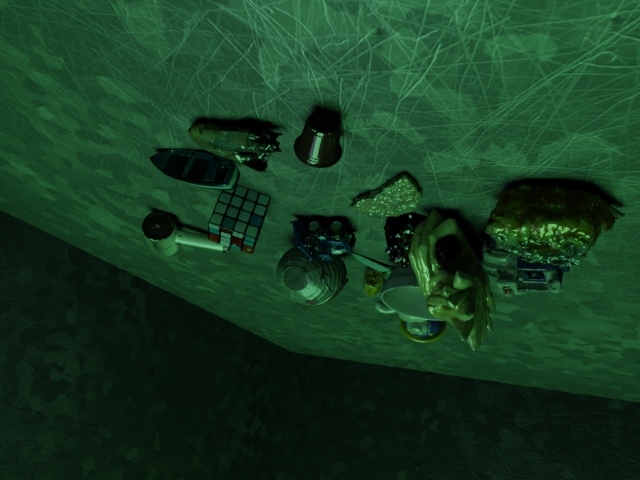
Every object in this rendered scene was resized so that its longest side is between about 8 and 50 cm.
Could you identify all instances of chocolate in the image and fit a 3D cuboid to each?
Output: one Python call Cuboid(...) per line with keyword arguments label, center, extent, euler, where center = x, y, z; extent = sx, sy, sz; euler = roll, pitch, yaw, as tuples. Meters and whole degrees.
Cuboid(label="chocolate", center=(0.204, 0.178, 1.882), extent=(0.085, 0.086, 0.219), euler=(13, 159, 8))
Cuboid(label="chocolate", center=(0.250, 0.012, 1.387), extent=(0.156, 0.133, 0.156), euler=(13, 160, 5))

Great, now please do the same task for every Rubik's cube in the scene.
Cuboid(label="Rubik's cube", center=(-0.260, -0.070, 1.517), extent=(0.154, 0.154, 0.151), euler=(18, 157, -5))

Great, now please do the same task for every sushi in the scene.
Cuboid(label="sushi", center=(0.519, -0.033, 1.078), extent=(0.273, 0.140, 0.184), euler=(10, 160, 33))

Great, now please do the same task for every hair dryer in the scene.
Cuboid(label="hair dryer", center=(-0.523, -0.002, 1.934), extent=(0.361, 0.128, 0.203), euler=(10, 158, -6))

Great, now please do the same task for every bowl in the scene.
Cuboid(label="bowl", center=(0.357, 0.154, 1.614), extent=(0.286, 0.144, 0.287), euler=(13, 155, 6))

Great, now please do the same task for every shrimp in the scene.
Cuboid(label="shrimp", center=(-0.202, -0.230, 1.216), extent=(0.288, 0.075, 0.178), euler=(6, 163, 22))

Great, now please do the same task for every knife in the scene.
Cuboid(label="knife", center=(0.230, 0.101, 1.751), extent=(0.260, 0.035, 0.063), euler=(23, 159, -1))

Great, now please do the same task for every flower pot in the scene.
Cuboid(label="flower pot", center=(0.001, -0.227, 1.045), extent=(0.111, 0.111, 0.089), euler=(16, 147, 0))

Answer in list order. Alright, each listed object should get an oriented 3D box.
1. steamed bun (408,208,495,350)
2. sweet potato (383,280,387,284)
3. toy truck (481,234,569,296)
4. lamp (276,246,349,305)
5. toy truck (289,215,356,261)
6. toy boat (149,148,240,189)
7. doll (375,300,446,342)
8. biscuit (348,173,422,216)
Cuboid(label="steamed bun", center=(0.379, 0.140, 1.309), extent=(0.189, 0.247, 0.428), euler=(12, 141, 51))
Cuboid(label="sweet potato", center=(0.308, 0.195, 1.898), extent=(0.153, 0.038, 0.041), euler=(26, 160, -16))
Cuboid(label="toy truck", center=(0.532, 0.065, 1.252), extent=(0.213, 0.177, 0.161), euler=(-2, 153, 37))
Cuboid(label="lamp", center=(-0.027, 0.121, 1.724), extent=(0.265, 0.233, 0.233), euler=(-19, 141, 33))
Cuboid(label="toy truck", center=(0.000, 0.000, 1.536), extent=(0.207, 0.126, 0.113), euler=(4, 155, 29))
Cuboid(label="toy boat", center=(-0.363, -0.202, 1.361), extent=(0.298, 0.096, 0.061), euler=(14, 171, 24))
Cuboid(label="doll", center=(0.379, 0.330, 1.987), extent=(0.310, 0.160, 0.243), euler=(6, 158, 14))
Cuboid(label="biscuit", center=(0.191, -0.105, 1.282), extent=(0.133, 0.032, 0.250), euler=(25, 156, -22))
